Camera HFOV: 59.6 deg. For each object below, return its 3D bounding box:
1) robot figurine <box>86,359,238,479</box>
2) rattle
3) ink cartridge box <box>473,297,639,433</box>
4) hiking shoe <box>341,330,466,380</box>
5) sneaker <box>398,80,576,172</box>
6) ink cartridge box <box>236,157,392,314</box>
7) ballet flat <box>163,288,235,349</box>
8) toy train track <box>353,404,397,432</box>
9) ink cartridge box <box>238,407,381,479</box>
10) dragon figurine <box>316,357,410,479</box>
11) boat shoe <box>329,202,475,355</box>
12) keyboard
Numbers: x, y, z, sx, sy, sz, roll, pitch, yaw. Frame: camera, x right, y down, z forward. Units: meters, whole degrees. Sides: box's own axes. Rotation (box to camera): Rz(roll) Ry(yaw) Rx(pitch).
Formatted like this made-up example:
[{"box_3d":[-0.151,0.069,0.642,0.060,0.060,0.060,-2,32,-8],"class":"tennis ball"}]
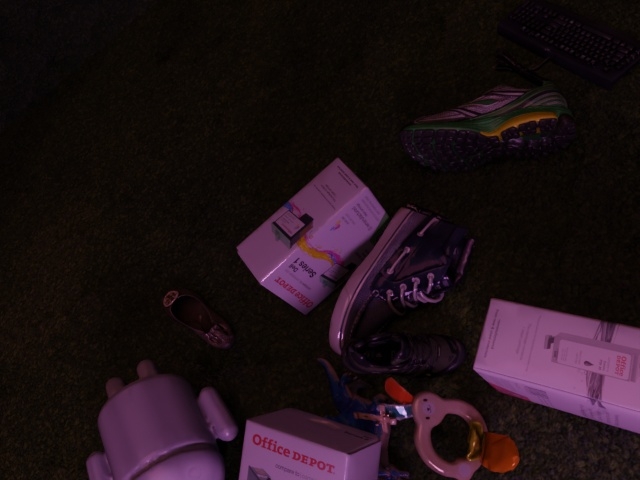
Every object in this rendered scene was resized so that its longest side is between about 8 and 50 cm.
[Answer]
[{"box_3d":[-0.313,0.410,1.104,0.299,0.200,0.353,-31,53,-7],"class":"robot figurine"},{"box_3d":[0.191,0.296,0.891,0.199,0.143,0.130,44,91,4],"class":"rattle"},{"box_3d":[0.397,0.195,0.830,0.282,0.207,0.117,10,72,31],"class":"ink cartridge box"},{"box_3d":[0.153,0.204,0.980,0.226,0.114,0.086,-2,77,-4],"class":"hiking shoe"},{"box_3d":[0.334,-0.238,1.159,0.343,0.134,0.146,-5,56,16],"class":"sneaker"},{"box_3d":[0.000,0.000,1.150,0.278,0.201,0.117,-41,53,3],"class":"ink cartridge box"},{"box_3d":[-0.294,0.175,1.306,0.249,0.058,0.084,30,80,36],"class":"ballet flat"},{"box_3d":[0.089,0.301,0.943,0.083,0.014,0.048,-4,97,38],"class":"toy train track"},{"box_3d":[-0.031,0.451,0.924,0.211,0.121,0.289,5,87,33],"class":"ink cartridge box"},{"box_3d":[0.054,0.327,1.022,0.289,0.085,0.144,28,80,35],"class":"dragon figurine"},{"box_3d":[0.158,0.089,1.063,0.158,0.127,0.341,21,76,42],"class":"boat shoe"},{"box_3d":[0.505,-0.412,1.204,0.201,0.033,0.317,-44,52,2],"class":"keyboard"}]
